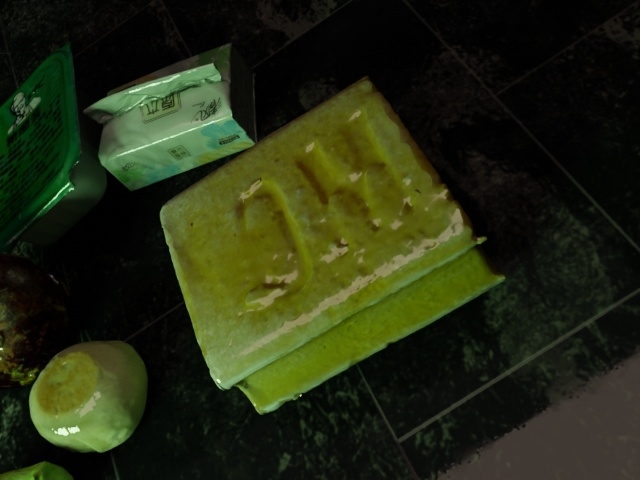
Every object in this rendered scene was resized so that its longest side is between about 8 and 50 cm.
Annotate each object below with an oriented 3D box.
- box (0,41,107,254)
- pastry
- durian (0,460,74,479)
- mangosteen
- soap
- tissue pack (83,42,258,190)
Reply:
[{"bbox_3d":[-0.436,-0.125,1.206,0.264,0.106,0.337,-37,47,21],"label":"box"},{"bbox_3d":[-0.297,0.196,0.972,0.156,0.092,0.156,-10,52,13],"label":"pastry"},{"bbox_3d":[-0.397,0.373,0.904,0.139,0.101,0.250,34,80,37],"label":"durian"},{"bbox_3d":[-0.443,0.103,1.063,0.192,0.192,0.217,-30,14,7],"label":"mangosteen"},{"bbox_3d":[0.000,0.000,0.907,0.335,0.156,0.293,-30,57,8],"label":"soap"},{"bbox_3d":[-0.227,-0.201,1.144,0.229,0.145,0.159,-16,54,17],"label":"tissue pack"}]
